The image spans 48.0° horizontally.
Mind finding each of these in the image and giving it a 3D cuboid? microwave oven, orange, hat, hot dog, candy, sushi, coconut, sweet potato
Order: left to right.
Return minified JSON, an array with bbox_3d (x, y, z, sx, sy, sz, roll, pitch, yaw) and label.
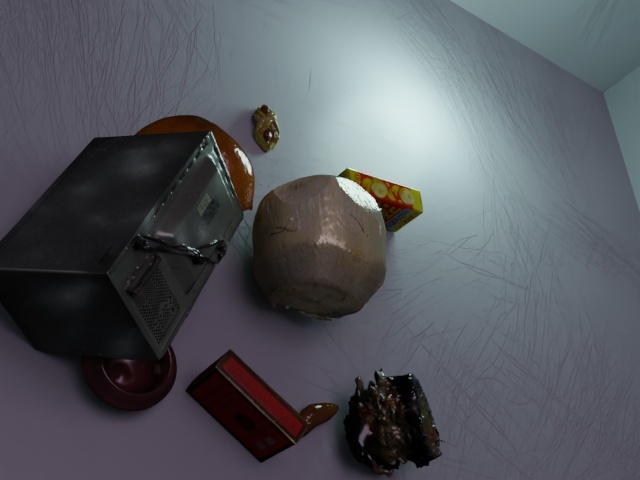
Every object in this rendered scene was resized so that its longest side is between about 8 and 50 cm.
[{"bbox_3d":[-0.400,0.260,1.491,0.205,0.089,0.205,22,52,-31],"label":"hat"},{"bbox_3d":[-0.389,-0.004,1.457,0.432,0.375,0.236,-65,146,-43],"label":"microwave oven"},{"bbox_3d":[-0.322,-0.183,1.762,0.274,0.310,0.274,-6,90,-75],"label":"orange"},{"bbox_3d":[-0.157,-0.339,2.107,0.078,0.061,0.168,8,57,-33],"label":"hot dog"},{"bbox_3d":[-0.024,0.420,1.700,0.202,0.055,0.058,-18,73,-46],"label":"sweet potato"},{"bbox_3d":[0.000,0.000,1.808,0.346,0.346,0.360,20,57,-27],"label":"coconut"},{"bbox_3d":[0.154,-0.117,2.144,0.276,0.146,0.088,15,55,-32],"label":"candy"},{"bbox_3d":[0.169,0.450,1.749,0.238,0.219,0.225,-107,175,-58],"label":"sushi"}]

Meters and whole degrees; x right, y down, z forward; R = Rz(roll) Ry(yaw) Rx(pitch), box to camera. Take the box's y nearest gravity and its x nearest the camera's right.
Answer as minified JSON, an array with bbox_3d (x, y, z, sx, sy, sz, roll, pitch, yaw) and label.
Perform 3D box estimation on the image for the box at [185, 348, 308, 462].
[{"bbox_3d":[-0.161,0.362,1.563,0.240,0.153,0.074,44,40,-5],"label":"box"}]
